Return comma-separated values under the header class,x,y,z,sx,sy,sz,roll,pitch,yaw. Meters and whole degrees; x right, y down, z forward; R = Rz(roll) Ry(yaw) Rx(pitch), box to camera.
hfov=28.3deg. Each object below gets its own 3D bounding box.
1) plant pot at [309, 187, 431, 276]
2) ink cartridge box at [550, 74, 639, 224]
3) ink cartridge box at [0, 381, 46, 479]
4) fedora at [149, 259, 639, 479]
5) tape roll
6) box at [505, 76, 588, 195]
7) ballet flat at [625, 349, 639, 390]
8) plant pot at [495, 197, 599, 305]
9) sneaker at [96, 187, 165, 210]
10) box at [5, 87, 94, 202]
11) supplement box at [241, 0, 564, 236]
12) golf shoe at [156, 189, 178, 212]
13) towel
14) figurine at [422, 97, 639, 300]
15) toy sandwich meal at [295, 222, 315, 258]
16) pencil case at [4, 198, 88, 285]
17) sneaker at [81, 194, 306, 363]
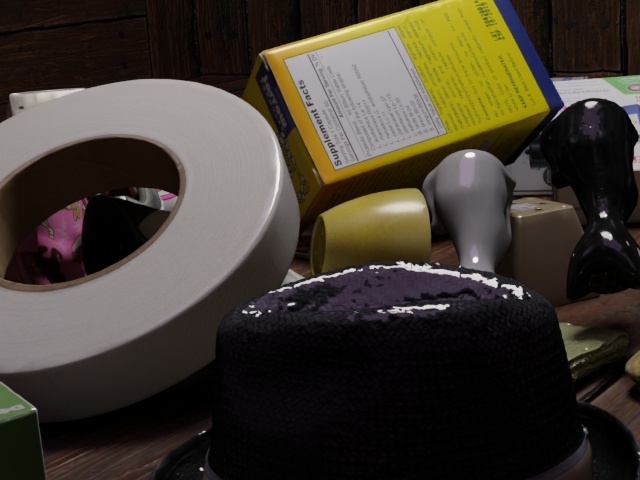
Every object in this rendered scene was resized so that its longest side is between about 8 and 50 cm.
class,x,y,z,sx,sy,sz,roll,pitch,yaw
plant pot,0.043,0.011,1.252,0.095,0.134,0.134,5,11,-13
ink cartridge box,0.381,-0.122,1.679,0.154,0.093,0.212,-3,42,9
ink cartridge box,-0.219,0.152,0.813,0.062,0.109,0.209,-13,16,-31
fedora,0.046,0.101,0.860,0.334,0.152,0.334,-4,12,1
tape roll,-0.213,-0.005,1.167,0.392,0.072,0.392,-9,42,9
box,0.248,-0.153,1.871,0.290,0.169,0.087,-1,13,15
ballet flat,0.415,0.066,0.986,0.349,0.123,0.123,0,14,19
plant pot,0.216,0.010,1.326,0.109,0.096,0.109,-10,14,-26
sneaker,-0.251,-0.052,1.632,0.100,0.108,0.271,-10,23,-9
box,-0.337,-0.075,1.556,0.094,0.113,0.275,-8,-18,-21
supplement box,0.097,-0.168,1.664,0.357,0.194,0.195,-19,-15,-20
golf shoe,-0.247,-0.034,1.766,0.186,0.067,0.086,6,50,11
towel,0.189,0.101,1.096,0.110,0.027,0.148,6,17,41
figurine,0.197,-0.007,1.179,0.215,0.092,0.209,-22,42,26
toy sandwich meal,0.000,0.000,1.583,0.086,0.029,0.085,-4,13,1
pencil case,-0.446,0.002,1.425,0.386,0.167,0.160,0,30,23
sneaker,-0.121,0.037,1.286,0.146,0.122,0.330,-7,24,-40
